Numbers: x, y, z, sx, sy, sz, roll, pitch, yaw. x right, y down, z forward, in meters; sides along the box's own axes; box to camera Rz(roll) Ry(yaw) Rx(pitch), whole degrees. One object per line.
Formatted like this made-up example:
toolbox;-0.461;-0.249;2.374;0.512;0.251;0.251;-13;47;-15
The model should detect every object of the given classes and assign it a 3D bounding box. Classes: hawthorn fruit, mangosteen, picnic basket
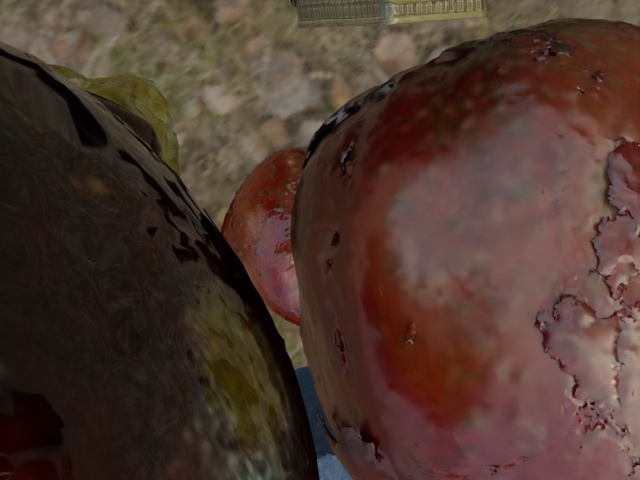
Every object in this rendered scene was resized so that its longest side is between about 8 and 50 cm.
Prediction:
hawthorn fruit;0.000;0.000;0.894;0.093;0.093;0.093;8;113;19
hawthorn fruit;0.089;0.039;0.671;0.181;0.181;0.235;-32;73;29
mangosteen;-0.145;0.077;0.492;0.311;0.311;0.311;8;113;19
picnic basket;0.057;-0.225;1.642;0.164;0.115;0.079;8;104;55

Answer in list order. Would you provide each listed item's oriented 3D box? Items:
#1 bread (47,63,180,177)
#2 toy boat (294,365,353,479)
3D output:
bread;-0.223;-0.043;1.270;0.130;0.267;0.152;159;111;-65
toy boat;0.063;0.095;0.988;0.299;0.096;0.062;-13;122;11
